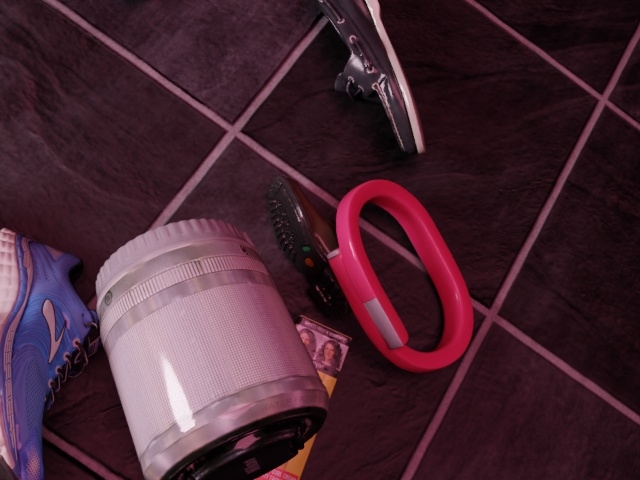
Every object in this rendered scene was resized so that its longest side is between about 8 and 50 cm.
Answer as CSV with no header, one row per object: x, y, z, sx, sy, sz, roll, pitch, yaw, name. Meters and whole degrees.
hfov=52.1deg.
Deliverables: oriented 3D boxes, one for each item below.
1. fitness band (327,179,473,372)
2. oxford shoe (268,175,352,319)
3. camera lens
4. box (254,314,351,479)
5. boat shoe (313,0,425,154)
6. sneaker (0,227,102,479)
0.119,0.051,0.953,0.209,0.054,0.290,-26,89,-47,fitness band
0.000,0.000,0.970,0.096,0.083,0.227,-27,85,-37,oxford shoe
-0.132,0.140,0.778,0.219,0.219,0.274,-18,61,-20,camera lens
-0.040,0.226,0.892,0.087,0.058,0.232,26,69,-7,box
0.069,-0.282,1.050,0.113,0.127,0.340,-21,88,9,boat shoe
-0.326,0.132,0.772,0.147,0.130,0.330,12,48,-31,sneaker
